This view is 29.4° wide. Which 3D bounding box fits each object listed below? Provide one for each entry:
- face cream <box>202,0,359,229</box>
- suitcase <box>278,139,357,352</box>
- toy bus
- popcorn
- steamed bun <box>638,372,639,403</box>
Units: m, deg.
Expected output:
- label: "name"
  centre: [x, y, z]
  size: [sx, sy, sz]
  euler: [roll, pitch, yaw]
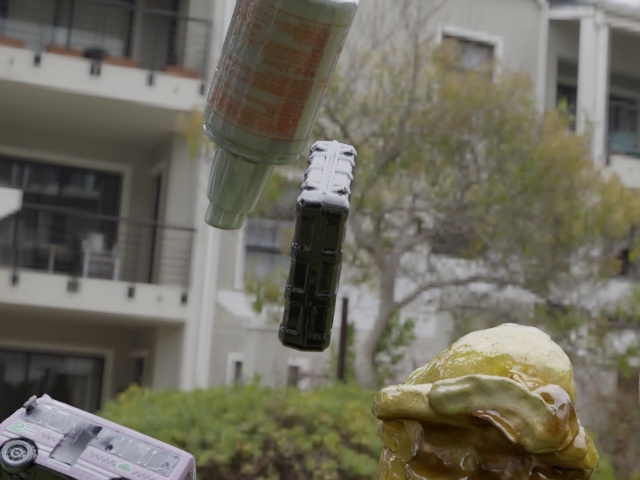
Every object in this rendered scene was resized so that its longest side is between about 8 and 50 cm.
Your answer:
- label: "face cream"
  centre: [-0.052, -0.118, 1.091]
  size: [0.101, 0.252, 0.101]
  euler: [17, 24, -8]
- label: "suitcase"
  centre: [-0.001, 0.000, 1.557]
  size: [0.066, 0.206, 0.285]
  euler: [9, 19, 1]
- label: "toy bus"
  centre: [-0.228, 0.232, 1.215]
  size: [0.199, 0.108, 0.096]
  euler: [19, -46, 14]
- label: "popcorn"
  centre: [0.139, 0.172, 1.000]
  size: [0.191, 0.190, 0.253]
  euler: [39, -26, 11]
- label: "steamed bun"
  centre: [0.313, 0.080, 0.706]
  size: [0.241, 0.164, 0.146]
  euler: [-9, -43, 5]
